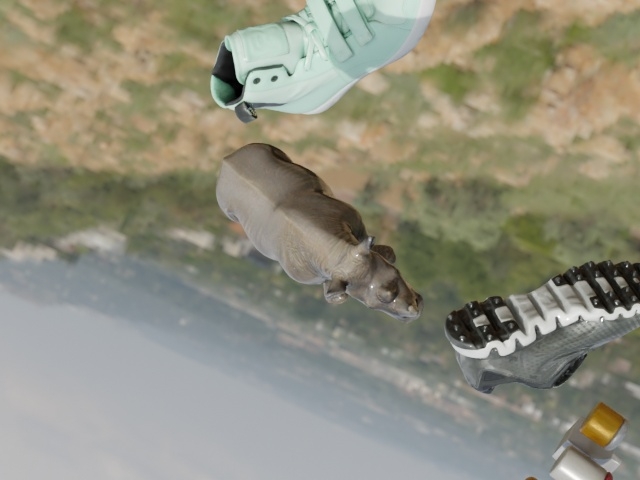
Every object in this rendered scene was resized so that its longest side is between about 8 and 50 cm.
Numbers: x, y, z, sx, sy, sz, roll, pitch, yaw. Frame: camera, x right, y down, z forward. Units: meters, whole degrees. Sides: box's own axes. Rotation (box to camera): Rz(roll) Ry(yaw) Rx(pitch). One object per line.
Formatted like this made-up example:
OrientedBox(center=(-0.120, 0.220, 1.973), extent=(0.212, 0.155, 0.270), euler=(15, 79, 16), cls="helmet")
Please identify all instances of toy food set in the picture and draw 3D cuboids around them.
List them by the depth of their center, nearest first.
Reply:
OrientedBox(center=(0.282, 0.276, 1.627), extent=(0.104, 0.111, 0.232), euler=(35, 140, 6), cls="toy food set")

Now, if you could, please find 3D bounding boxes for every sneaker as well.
OrientedBox(center=(-0.003, -0.197, 1.449), extent=(0.151, 0.094, 0.256), euler=(-9, 155, -42), cls="sneaker")
OrientedBox(center=(0.237, 0.089, 1.481), extent=(0.078, 0.234, 0.106), euler=(-112, 9, -49), cls="sneaker")

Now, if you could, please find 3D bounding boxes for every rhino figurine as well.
OrientedBox(center=(0.000, 0.000, 1.123), extent=(0.106, 0.073, 0.243), euler=(41, 180, -41), cls="rhino figurine")
